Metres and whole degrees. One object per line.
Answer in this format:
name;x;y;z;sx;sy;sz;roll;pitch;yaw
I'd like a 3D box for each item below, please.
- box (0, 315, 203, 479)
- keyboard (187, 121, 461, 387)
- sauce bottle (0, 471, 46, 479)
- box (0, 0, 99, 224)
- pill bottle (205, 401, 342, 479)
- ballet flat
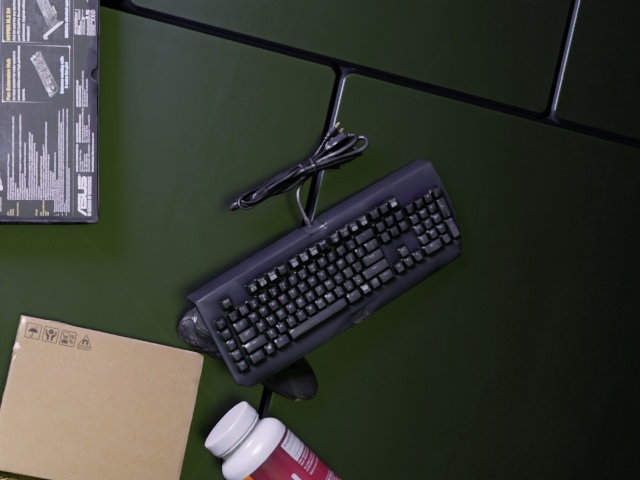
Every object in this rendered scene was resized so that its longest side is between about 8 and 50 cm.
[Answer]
box;-0.236;0.180;1.488;0.201;0.021;0.164;14;78;-13
keyboard;0.000;0.000;1.522;0.317;0.033;0.201;-32;98;-20
sauce bottle;-0.345;0.256;1.470;0.128;0.042;0.042;12;89;-14
box;-0.348;-0.169;1.439;0.242;0.076;0.307;-1;92;-13
pill bottle;-0.049;0.248;1.514;0.152;0.086;0.086;44;82;-10
ballet flat;-0.076;0.123;1.534;0.173;0.049;0.057;34;56;-16
